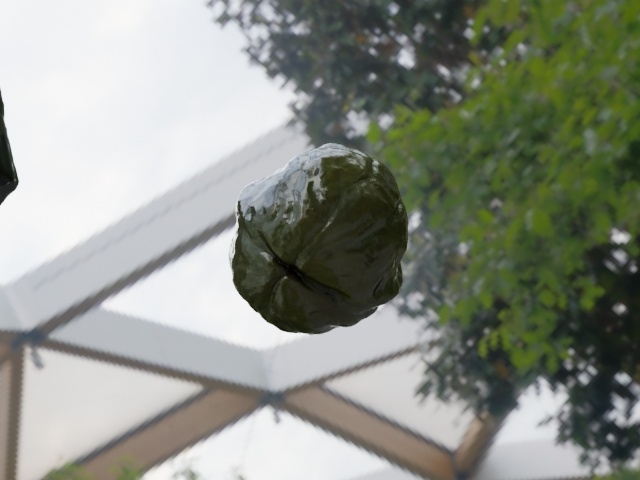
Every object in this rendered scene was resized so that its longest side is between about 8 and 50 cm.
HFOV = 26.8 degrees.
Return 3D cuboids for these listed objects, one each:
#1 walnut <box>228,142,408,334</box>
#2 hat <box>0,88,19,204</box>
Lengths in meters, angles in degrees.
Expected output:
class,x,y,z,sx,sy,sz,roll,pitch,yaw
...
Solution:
class,x,y,z,sx,sy,sz,roll,pitch,yaw
walnut,0.000,0.000,0.597,0.092,0.092,0.092,-38,-24,-21
hat,-0.412,-0.048,0.798,0.381,0.257,0.366,-46,-61,7
